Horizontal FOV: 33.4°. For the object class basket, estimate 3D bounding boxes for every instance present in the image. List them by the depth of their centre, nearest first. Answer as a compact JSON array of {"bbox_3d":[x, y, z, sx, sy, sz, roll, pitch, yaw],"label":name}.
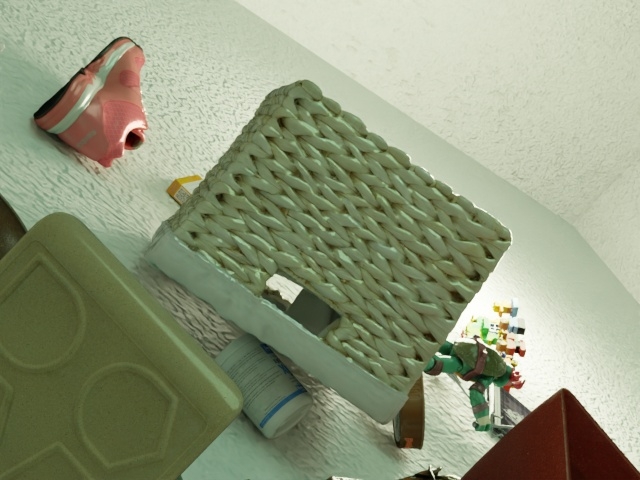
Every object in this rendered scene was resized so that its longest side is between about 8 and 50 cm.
[{"bbox_3d":[0.000,0.000,1.276,0.328,0.266,0.331,36,1,-9],"label":"basket"}]

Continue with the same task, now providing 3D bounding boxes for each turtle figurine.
[{"bbox_3d":[0.218,0.199,1.645,0.234,0.118,0.175,25,15,-19],"label":"turtle figurine"}]

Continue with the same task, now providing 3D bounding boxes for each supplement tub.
[{"bbox_3d":[-0.066,0.164,1.204,0.107,0.071,0.071,48,19,17],"label":"supplement tub"}]

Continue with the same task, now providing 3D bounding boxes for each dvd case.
[{"bbox_3d":[0.358,0.332,1.760,0.221,0.018,0.164,40,19,-5],"label":"dvd case"}]

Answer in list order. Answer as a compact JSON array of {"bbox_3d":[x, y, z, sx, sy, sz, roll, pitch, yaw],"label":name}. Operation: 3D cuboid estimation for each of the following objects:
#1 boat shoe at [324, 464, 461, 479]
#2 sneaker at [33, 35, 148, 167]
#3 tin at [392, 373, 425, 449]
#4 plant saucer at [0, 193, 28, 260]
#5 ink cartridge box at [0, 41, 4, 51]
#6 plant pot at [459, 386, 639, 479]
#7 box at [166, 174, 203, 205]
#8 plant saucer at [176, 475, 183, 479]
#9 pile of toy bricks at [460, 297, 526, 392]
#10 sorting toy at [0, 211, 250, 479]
[{"bbox_3d":[0.117,0.295,1.169,0.307,0.104,0.111,25,8,-37],"label":"boat shoe"},{"bbox_3d":[-0.305,-0.191,1.540,0.136,0.116,0.314,47,23,-15],"label":"sneaker"},{"bbox_3d":[0.114,0.184,1.416,0.040,0.106,0.189,2,59,-5],"label":"tin"},{"bbox_3d":[-0.408,-0.024,0.988,0.311,0.050,0.310,36,19,-15],"label":"plant saucer"},{"bbox_3d":[-0.481,-0.239,1.257,0.180,0.104,0.060,19,26,-50],"label":"ink cartridge box"},{"bbox_3d":[0.210,0.349,0.990,0.267,0.236,0.267,49,24,-13],"label":"plant pot"},{"bbox_3d":[-0.158,-0.040,1.575,0.136,0.028,0.081,46,18,7],"label":"box"},{"bbox_3d":[-0.189,0.160,0.875,0.195,0.195,0.037,45,60,12],"label":"plant saucer"},{"bbox_3d":[0.304,0.173,1.923,0.105,0.118,0.212,8,31,1],"label":"pile of toy bricks"},{"bbox_3d":[-0.169,0.159,0.781,0.307,0.229,0.041,45,-1,12],"label":"sorting toy"}]
